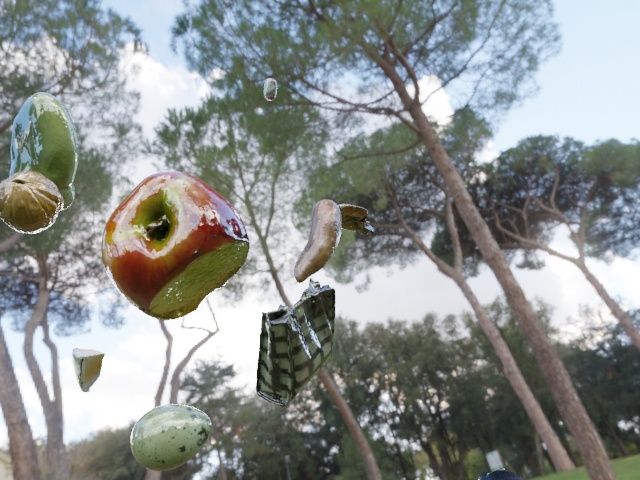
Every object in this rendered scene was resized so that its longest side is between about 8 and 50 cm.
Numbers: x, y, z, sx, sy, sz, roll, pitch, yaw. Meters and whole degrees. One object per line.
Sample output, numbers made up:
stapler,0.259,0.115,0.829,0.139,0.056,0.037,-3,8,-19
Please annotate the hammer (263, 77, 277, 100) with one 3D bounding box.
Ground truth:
hammer,-0.125,-0.369,1.394,0.031,0.052,0.083,6,3,-8

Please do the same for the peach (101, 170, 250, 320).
peach,-0.252,0.010,1.018,0.249,0.245,0.274,-11,-28,-4

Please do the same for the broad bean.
broad bean,-0.518,-0.160,1.057,0.100,0.169,0.227,-4,-55,-57

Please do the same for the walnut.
walnut,-0.482,-0.062,0.932,0.105,0.105,0.124,-5,-21,-20

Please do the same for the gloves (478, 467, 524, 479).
gloves,0.496,0.758,1.457,0.152,0.300,0.197,4,5,-32

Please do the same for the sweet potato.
sweet potato,0.001,0.001,1.544,0.098,0.291,0.097,11,-35,8

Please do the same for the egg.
egg,-0.420,0.551,1.593,0.228,0.177,0.177,-18,-28,-4

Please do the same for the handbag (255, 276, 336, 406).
handbag,-0.075,0.330,1.885,0.325,0.163,0.326,-36,-44,-52

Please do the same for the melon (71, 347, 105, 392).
melon,-0.788,0.413,1.893,0.093,0.139,0.202,-18,-40,-40

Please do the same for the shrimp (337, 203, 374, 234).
shrimp,0.137,-0.085,2.249,0.164,0.062,0.317,-22,-28,37
